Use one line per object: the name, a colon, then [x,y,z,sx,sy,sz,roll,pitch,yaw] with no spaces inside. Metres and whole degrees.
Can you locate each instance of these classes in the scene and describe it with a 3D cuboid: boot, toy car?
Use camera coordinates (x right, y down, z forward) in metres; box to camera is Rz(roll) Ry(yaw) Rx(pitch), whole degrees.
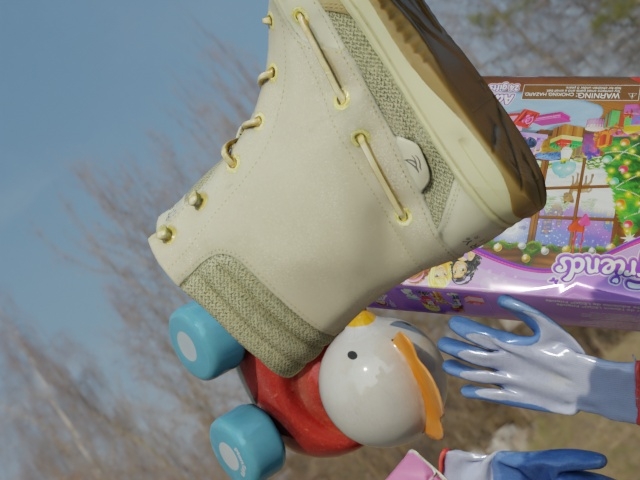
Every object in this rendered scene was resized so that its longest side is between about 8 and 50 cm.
boot: [-0.022,-0.059,0.534,0.165,0.213,0.077,-37,-4,24]
toy car: [0.030,0.102,1.041,0.219,0.210,0.238,-27,14,-32]

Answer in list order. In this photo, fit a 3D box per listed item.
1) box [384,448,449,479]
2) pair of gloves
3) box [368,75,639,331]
box: [0.106,0.240,0.605,0.117,0.213,0.243,-49,-24,-7]
pair of gloves: [0.155,0.138,0.850,0.023,0.159,0.198,-28,-58,-55]
box: [0.185,-0.035,0.932,0.057,0.293,0.201,54,-135,-55]
